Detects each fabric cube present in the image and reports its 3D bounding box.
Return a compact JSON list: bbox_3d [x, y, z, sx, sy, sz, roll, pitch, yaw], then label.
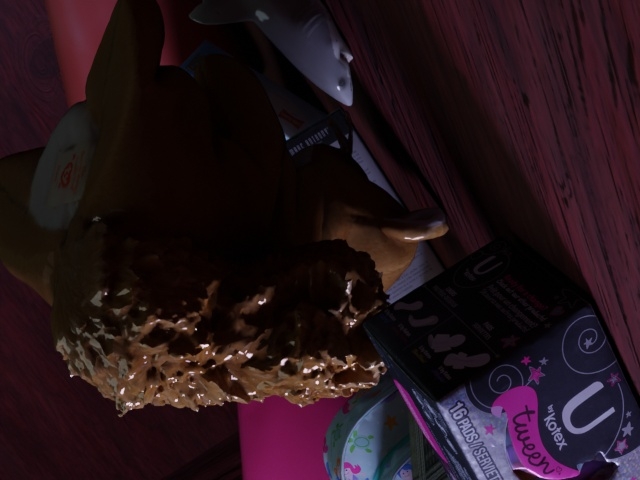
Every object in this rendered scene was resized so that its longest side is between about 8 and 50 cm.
[{"bbox_3d":[0.015,0.233,2.112,0.259,0.254,0.258,87,176,-81],"label":"fabric cube"}]

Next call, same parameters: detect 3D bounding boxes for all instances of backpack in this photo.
[{"bbox_3d":[0.133,0.275,1.840,0.254,0.225,0.191,55,172,-4],"label":"backpack"}]

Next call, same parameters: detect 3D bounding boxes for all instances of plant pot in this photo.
[{"bbox_3d":[-0.252,-0.287,2.144,0.275,0.274,0.243,-167,55,-83],"label":"plant pot"}]

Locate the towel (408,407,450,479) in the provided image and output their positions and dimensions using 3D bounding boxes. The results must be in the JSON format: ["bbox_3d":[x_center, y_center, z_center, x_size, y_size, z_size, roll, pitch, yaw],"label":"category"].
[{"bbox_3d":[0.145,0.223,1.583,0.312,0.056,0.324,114,153,-72],"label":"towel"}]

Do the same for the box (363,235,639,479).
[{"bbox_3d":[0.169,0.148,1.236,0.247,0.142,0.163,60,173,-27],"label":"box"}]

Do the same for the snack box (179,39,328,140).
[{"bbox_3d":[-0.075,-0.101,1.966,0.187,0.060,0.322,33,158,18],"label":"snack box"}]

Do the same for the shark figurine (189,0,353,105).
[{"bbox_3d":[-0.080,-0.243,1.481,0.278,0.116,0.166,52,170,40],"label":"shark figurine"}]

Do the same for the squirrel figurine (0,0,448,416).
[{"bbox_3d":[-0.065,0.018,1.428,0.370,0.281,0.397,19,-145,-33],"label":"squirrel figurine"}]

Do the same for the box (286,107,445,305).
[{"bbox_3d":[0.044,-0.013,1.696,0.244,0.100,0.060,58,176,8],"label":"box"}]
